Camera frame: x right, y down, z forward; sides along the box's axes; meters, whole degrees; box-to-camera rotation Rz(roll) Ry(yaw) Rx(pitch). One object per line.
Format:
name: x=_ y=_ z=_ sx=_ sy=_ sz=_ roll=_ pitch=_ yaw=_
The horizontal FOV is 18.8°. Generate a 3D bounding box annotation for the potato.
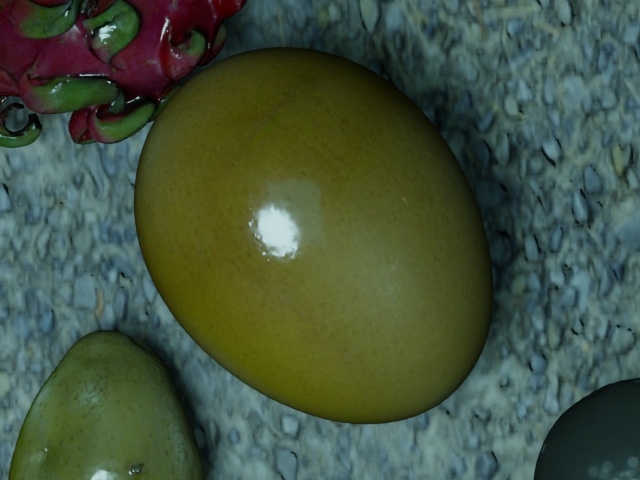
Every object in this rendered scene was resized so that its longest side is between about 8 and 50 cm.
potato: x=-0.167 y=0.171 z=1.549 sx=0.157 sy=0.157 sz=0.194 roll=5 pitch=74 yaw=0

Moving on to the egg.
egg: x=0.000 y=0.000 z=1.499 sx=0.250 sy=0.250 sz=0.322 roll=-42 pitch=106 yaw=-3

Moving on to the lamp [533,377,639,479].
lamp: x=0.302 y=0.251 z=1.530 sx=0.182 sy=0.182 sz=0.314 roll=-40 pitch=93 yaw=-3

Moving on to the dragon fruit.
dragon fruit: x=-0.190 y=-0.175 z=1.548 sx=0.198 sy=0.273 sz=0.218 roll=-7 pitch=79 yaw=-45
